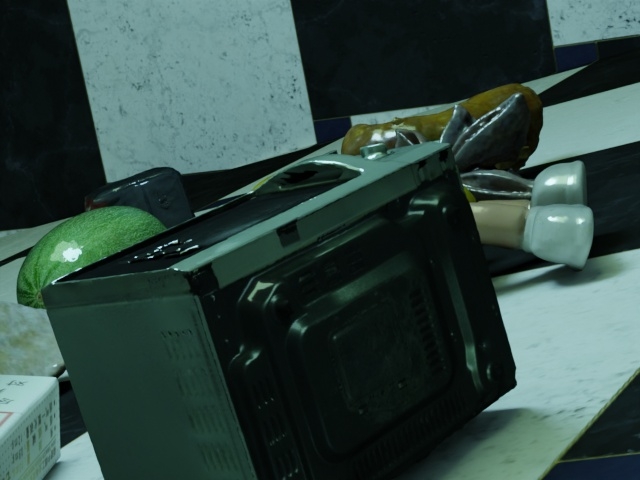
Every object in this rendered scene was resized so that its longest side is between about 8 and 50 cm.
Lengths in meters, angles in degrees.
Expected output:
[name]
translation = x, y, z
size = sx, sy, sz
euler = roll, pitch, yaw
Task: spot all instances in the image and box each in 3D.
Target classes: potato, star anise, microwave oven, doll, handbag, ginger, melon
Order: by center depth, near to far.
[microwave oven]
translation = -0.012, 0.073, 1.099
size = 0.181, 0.238, 0.295
euler = -9, 12, 42
[doll]
translation = 0.097, -0.009, 1.614
size = 0.423, 0.161, 0.348
euler = -5, 2, -16
[potato]
translation = -0.444, 0.186, 1.841
size = 0.264, 0.211, 0.189
euler = 13, -52, -30
[star anise]
translation = 0.186, -0.079, 1.906
size = 0.257, 0.199, 0.110
euler = -14, -27, 42
[melon]
translation = -0.299, 0.045, 2.089
size = 0.182, 0.182, 0.287
euler = -13, 12, 35
[ginger]
translation = 0.191, -0.122, 2.205
size = 0.321, 0.172, 0.165
euler = -15, -29, -12
[handbag]
translation = -0.279, -0.012, 2.402
size = 0.181, 0.181, 0.254
euler = -22, 7, -14

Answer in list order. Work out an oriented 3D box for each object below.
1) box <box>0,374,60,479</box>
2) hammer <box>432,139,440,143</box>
[box]
translation = -0.377, 0.204, 1.351
size = 0.210, 0.095, 0.330
euler = 1, 10, 5
[hammer]
translation = 0.192, -0.075, 2.032
size = 0.116, 0.070, 0.194
euler = -10, 32, -5
